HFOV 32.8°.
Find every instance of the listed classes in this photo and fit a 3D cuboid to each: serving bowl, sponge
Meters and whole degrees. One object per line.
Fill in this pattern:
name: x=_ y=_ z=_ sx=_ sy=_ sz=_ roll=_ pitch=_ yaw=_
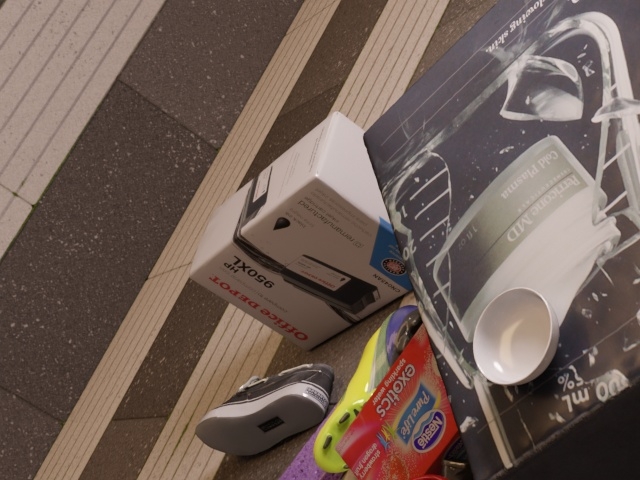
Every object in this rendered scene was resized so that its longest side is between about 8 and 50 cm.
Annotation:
serving bowl: x=0.167 y=0.083 z=0.903 sx=0.083 sy=0.027 sz=0.083 roll=-28 pitch=50 yaw=40
sponge: x=-0.007 y=0.361 z=1.709 sx=0.210 sy=0.031 sz=0.117 roll=-54 pitch=21 yaw=2

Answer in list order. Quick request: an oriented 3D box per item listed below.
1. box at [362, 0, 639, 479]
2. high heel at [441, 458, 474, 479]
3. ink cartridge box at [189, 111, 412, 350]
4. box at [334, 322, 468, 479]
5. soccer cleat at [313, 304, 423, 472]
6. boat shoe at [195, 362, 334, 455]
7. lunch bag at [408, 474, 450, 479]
box: x=0.339 y=-0.046 z=1.036 sx=0.480 sy=0.297 sz=0.471 roll=-44 pitch=42 yaw=28
high heel: x=0.223 y=0.355 z=1.185 sx=0.261 sy=0.093 sz=0.186 roll=5 pitch=87 yaw=50
ink cartridge box: x=0.000 y=0.000 z=1.899 sx=0.395 sy=0.285 sz=0.166 roll=-35 pitch=28 yaw=43
box: x=0.151 y=0.210 z=1.343 sx=0.128 sy=0.123 sz=0.257 roll=49 pitch=116 yaw=34
soccer cleat: x=0.082 y=0.225 z=1.644 sx=0.289 sy=0.093 sz=0.121 roll=-55 pitch=17 yaw=-12
boat shoe: x=-0.098 y=0.289 z=1.914 sx=0.306 sy=0.113 sz=0.105 roll=-33 pitch=22 yaw=40
lunch bag: x=0.111 y=0.400 z=1.110 sx=0.258 sy=0.120 sz=0.293 roll=-26 pitch=54 yaw=14
